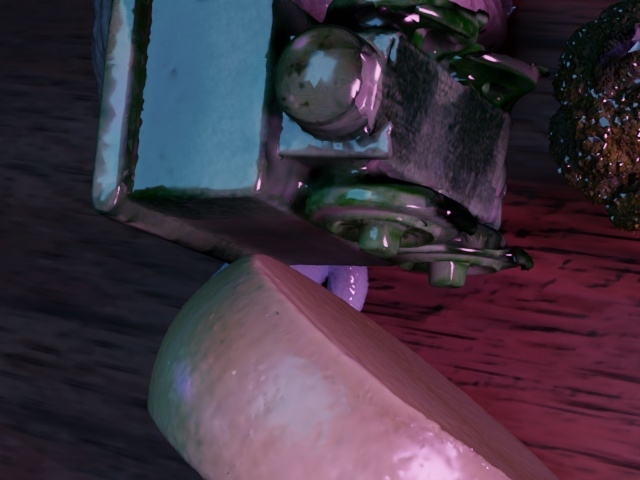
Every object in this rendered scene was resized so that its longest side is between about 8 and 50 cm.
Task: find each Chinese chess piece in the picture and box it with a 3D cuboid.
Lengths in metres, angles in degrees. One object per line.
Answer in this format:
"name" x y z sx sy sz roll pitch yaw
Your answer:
"Chinese chess piece" 0.025 0.113 0.937 0.101 0.250 0.250 -53 44 3

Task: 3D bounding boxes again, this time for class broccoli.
"broccoli" 0.203 -0.071 1.009 0.145 0.138 0.162 -27 50 21

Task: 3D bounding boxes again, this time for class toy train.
"toy train" 0.012 -0.055 0.993 0.201 0.266 0.145 2 80 22

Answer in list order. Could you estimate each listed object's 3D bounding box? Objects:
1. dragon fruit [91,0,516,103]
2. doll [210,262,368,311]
"dragon fruit" -0.037 -0.195 1.207 0.283 0.204 0.221 -18 64 26
"doll" 0.002 -0.001 1.173 0.120 0.075 0.180 47 111 4
